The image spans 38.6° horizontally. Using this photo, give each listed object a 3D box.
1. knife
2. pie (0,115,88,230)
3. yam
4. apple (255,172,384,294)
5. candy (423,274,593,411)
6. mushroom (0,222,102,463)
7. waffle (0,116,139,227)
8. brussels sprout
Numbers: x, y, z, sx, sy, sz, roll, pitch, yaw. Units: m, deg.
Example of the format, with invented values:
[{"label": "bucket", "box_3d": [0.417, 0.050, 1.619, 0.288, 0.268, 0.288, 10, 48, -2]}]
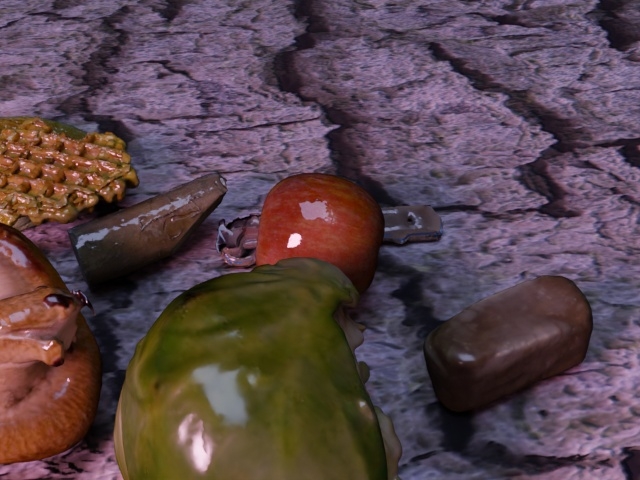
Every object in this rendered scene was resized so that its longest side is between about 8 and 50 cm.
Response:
[{"label": "knife", "box_3d": [0.016, -0.011, 1.435, 0.365, 0.043, 0.089, -5, 70, -9]}, {"label": "pie", "box_3d": [-0.508, -0.119, 1.571, 0.323, 0.070, 0.323, 3, 38, -3]}, {"label": "yam", "box_3d": [-0.256, -0.019, 1.395, 0.259, 0.106, 0.106, -23, 42, -25]}, {"label": "apple", "box_3d": [0.000, 0.000, 1.295, 0.174, 0.188, 0.188, 11, 38, 4]}, {"label": "candy", "box_3d": [0.245, 0.131, 1.180, 0.234, 0.104, 0.102, -18, 39, -20]}, {"label": "mushroom", "box_3d": [-0.422, 0.117, 1.075, 0.345, 0.259, 0.345, 2, 61, -4]}, {"label": "waffle", "box_3d": [-0.436, -0.118, 1.487, 0.291, 0.051, 0.291, 4, 38, -3]}, {"label": "brussels sprout", "box_3d": [-0.067, 0.176, 0.989, 0.314, 0.276, 0.371, 3, 36, -1]}]
